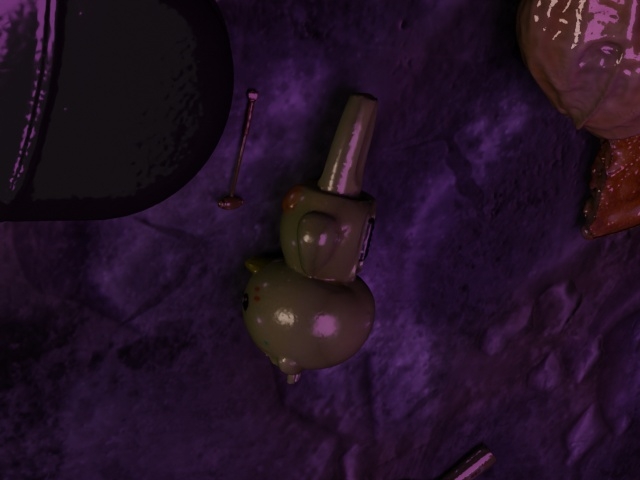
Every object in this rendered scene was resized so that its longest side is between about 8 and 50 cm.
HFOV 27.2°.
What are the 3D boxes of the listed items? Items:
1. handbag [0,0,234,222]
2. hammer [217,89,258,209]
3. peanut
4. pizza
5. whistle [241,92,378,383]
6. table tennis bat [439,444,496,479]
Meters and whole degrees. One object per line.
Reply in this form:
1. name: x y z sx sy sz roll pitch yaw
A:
1. handbag: -0.212 -0.133 1.090 0.308 0.093 0.254 -1 119 -31
2. hammer: -0.075 -0.085 1.258 0.029 0.014 0.123 -6 120 -39
3. peanut: 0.274 -0.252 1.283 0.174 0.158 0.340 -3 119 4
4. pizza: 0.367 -0.106 1.490 0.201 0.053 0.193 -25 131 -2
5. whistle: -0.010 0.000 1.300 0.141 0.141 0.294 -4 101 -30
6. table tennis bat: 0.115 0.338 1.639 0.246 0.022 0.138 -36 132 -5
